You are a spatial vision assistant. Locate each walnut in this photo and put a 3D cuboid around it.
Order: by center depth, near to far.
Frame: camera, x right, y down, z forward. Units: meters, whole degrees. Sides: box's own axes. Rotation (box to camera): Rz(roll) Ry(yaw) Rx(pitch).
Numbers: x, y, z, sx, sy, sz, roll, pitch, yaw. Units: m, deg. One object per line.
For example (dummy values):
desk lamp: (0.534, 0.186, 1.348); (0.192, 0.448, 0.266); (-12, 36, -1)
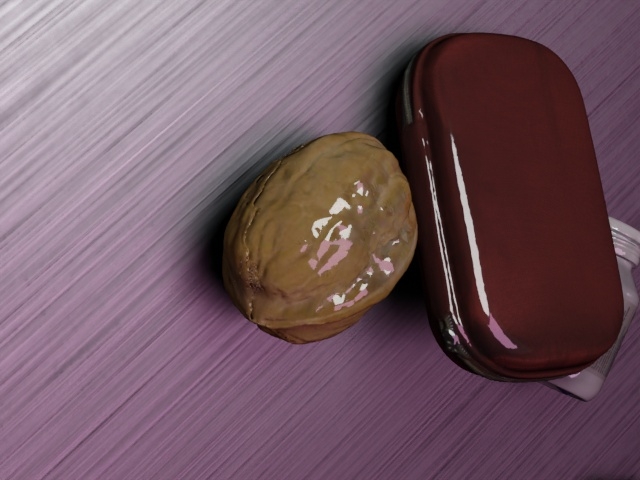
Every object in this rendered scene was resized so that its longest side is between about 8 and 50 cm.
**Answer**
walnut: (0.000, 0.000, 1.504); (0.245, 0.198, 0.198); (-49, 120, -25)

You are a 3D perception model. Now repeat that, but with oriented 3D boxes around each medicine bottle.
medicine bottle: (0.318, 0.077, 1.739); (0.135, 0.135, 0.215); (27, 85, -32)

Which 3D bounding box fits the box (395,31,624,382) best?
box: (0.212, -0.040, 1.599); (0.263, 0.108, 0.403); (0, 76, -35)
